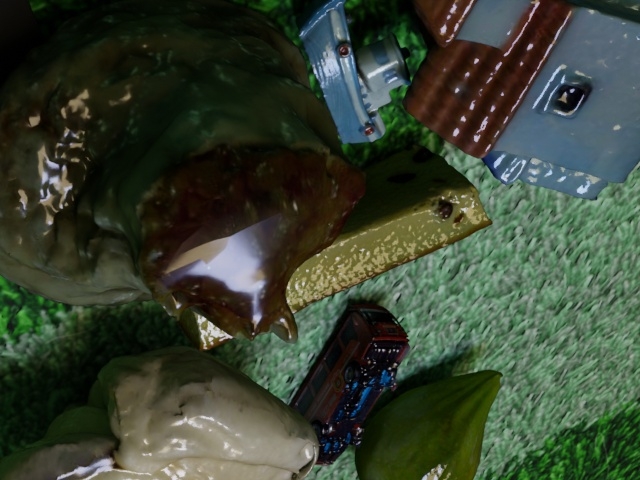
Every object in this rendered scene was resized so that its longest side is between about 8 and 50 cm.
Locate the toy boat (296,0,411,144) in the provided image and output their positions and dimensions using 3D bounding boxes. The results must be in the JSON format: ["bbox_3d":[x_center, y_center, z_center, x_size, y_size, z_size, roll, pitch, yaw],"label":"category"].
[{"bbox_3d":[0.041,-0.189,1.898,0.102,0.088,0.215,-23,141,2],"label":"toy boat"}]

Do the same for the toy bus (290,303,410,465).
[{"bbox_3d":[0.028,0.182,2.255,0.073,0.096,0.235,5,127,-35],"label":"toy bus"}]

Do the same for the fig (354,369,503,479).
[{"bbox_3d":[0.131,0.266,2.362,0.167,0.167,0.233,2,109,-34],"label":"fig"}]

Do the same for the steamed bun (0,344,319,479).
[{"bbox_3d":[-0.204,0.255,2.077,0.372,0.230,0.325,-33,139,-2],"label":"steamed bun"}]

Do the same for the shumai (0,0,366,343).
[{"bbox_3d":[-0.112,-0.045,1.733,0.397,0.323,0.324,-5,114,-36],"label":"shumai"}]

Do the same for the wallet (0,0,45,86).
[{"bbox_3d":[-0.422,-0.169,1.667,0.323,0.041,0.247,-26,142,-8],"label":"wallet"}]

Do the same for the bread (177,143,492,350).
[{"bbox_3d":[0.000,0.000,2.014,0.361,0.138,0.077,-23,123,-15],"label":"bread"}]

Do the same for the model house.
[{"bbox_3d":[0.189,-0.220,1.859,0.329,0.252,0.295,6,129,-32],"label":"model house"}]
